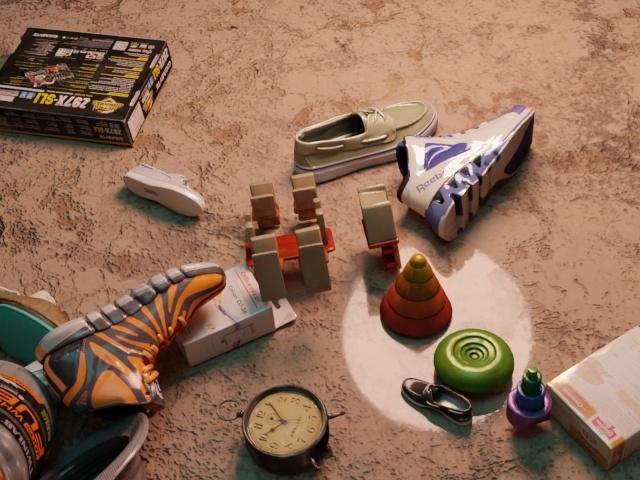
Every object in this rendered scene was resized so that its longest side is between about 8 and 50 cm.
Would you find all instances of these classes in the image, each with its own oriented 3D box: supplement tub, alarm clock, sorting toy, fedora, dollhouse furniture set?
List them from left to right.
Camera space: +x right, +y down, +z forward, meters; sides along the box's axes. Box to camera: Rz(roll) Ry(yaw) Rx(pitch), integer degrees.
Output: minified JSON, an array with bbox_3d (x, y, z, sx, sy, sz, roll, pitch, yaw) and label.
[{"bbox_3d":[-0.483,0.296,1.497,0.194,0.193,0.316,-9,11,-2],"label":"supplement tub"},{"bbox_3d":[-0.319,0.376,1.515,0.244,0.124,0.275,-27,12,29],"label":"fedora"},{"bbox_3d":[-0.069,0.281,1.645,0.192,0.064,0.129,17,52,16],"label":"alarm clock"},{"bbox_3d":[0.000,0.000,1.840,0.259,0.135,0.262,-10,29,1],"label":"dollhouse furniture set"},{"bbox_3d":[0.226,0.137,1.686,0.127,0.126,0.365,-25,45,-23],"label":"sorting toy"}]

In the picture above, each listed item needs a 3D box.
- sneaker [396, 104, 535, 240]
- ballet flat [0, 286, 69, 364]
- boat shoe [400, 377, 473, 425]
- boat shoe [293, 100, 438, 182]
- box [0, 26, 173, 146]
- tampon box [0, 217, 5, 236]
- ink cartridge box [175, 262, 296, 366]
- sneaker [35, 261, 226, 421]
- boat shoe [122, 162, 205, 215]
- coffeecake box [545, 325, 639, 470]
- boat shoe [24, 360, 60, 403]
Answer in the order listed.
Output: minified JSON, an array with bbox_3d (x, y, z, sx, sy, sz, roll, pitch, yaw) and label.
[{"bbox_3d":[0.242,-0.155,1.960,0.182,0.127,0.315,31,59,26],"label":"sneaker"},{"bbox_3d":[-0.525,0.125,1.816,0.343,0.116,0.124,9,28,19],"label":"ballet flat"},{"bbox_3d":[0.180,0.241,1.672,0.125,0.038,0.046,30,56,28],"label":"boat shoe"},{"bbox_3d":[0.089,-0.200,2.037,0.302,0.094,0.109,-25,51,-16],"label":"boat shoe"},{"bbox_3d":[-0.495,-0.319,2.214,0.322,0.079,0.257,7,51,12],"label":"box"},{"bbox_3d":[-0.673,-0.031,1.943,0.161,0.120,0.101,6,50,11],"label":"tampon box"},{"bbox_3d":[-0.152,0.114,1.799,0.198,0.067,0.115,-23,50,-14],"label":"ink cartridge box"},{"bbox_3d":[-0.257,0.170,1.668,0.321,0.124,0.180,-29,70,-18],"label":"sneaker"},{"bbox_3d":[-0.280,-0.099,2.011,0.184,0.066,0.063,17,52,31],"label":"boat shoe"},{"bbox_3d":[0.453,0.235,1.631,0.186,0.068,0.142,-28,52,-18],"label":"coffeecake box"},{"bbox_3d":[-0.467,0.257,1.698,0.258,0.095,0.084,-22,53,0],"label":"boat shoe"}]
